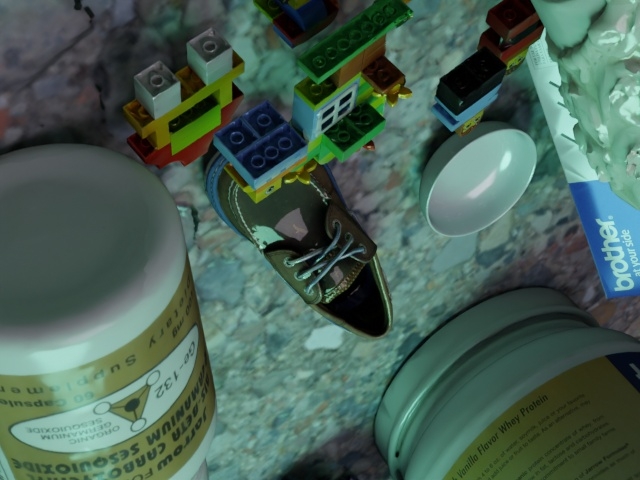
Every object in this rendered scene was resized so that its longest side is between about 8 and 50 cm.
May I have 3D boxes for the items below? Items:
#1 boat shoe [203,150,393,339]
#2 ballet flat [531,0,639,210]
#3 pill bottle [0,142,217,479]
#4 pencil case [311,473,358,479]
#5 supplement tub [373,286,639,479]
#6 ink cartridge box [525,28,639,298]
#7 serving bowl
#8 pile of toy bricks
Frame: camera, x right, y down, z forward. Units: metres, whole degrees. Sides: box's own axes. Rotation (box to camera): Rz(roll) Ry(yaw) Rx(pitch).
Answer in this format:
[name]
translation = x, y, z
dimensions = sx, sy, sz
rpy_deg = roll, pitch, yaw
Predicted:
[boat shoe]
translation = 0.000, 0.000, 0.762
dimensions = 0.066, 0.066, 0.183
rpy_deg = -42, 142, 4
[ballet flat]
translation = 0.136, -0.203, 0.538
dimensions = 0.147, 0.147, 0.409
rpy_deg = -12, 128, -30
[pill bottle]
translation = -0.122, 0.073, 0.686
dimensions = 0.131, 0.131, 0.229
rpy_deg = -25, 140, -17
[pencil case]
translation = -0.075, 0.288, 0.950
dimensions = 0.306, 0.119, 0.133
rpy_deg = -32, 100, -8
[supplement tub]
translation = 0.198, 0.205, 0.924
dimensions = 0.228, 0.316, 0.228
rpy_deg = -22, 140, -20
[ink cartridge box]
translation = 0.192, -0.060, 0.779
dimensions = 0.097, 0.046, 0.207
rpy_deg = -8, 125, 28
[serving bowl]
translation = 0.094, -0.043, 0.826
dimensions = 0.083, 0.027, 0.083
rpy_deg = -22, 140, -20
[pile of toy bricks]
translation = 0.014, -0.075, 0.670
dimensions = 0.212, 0.118, 0.105
rpy_deg = -36, 161, -19
